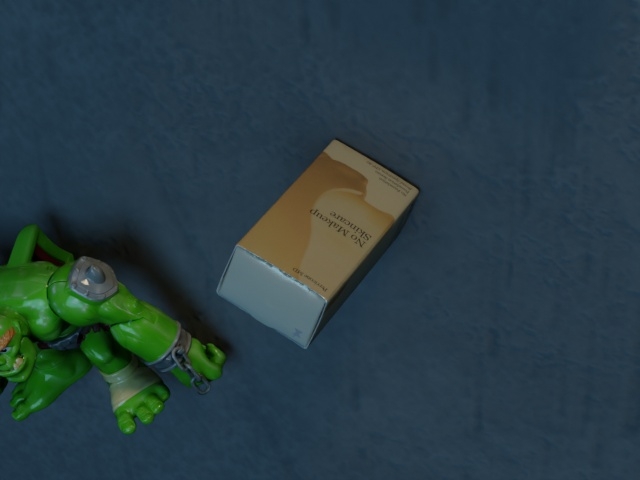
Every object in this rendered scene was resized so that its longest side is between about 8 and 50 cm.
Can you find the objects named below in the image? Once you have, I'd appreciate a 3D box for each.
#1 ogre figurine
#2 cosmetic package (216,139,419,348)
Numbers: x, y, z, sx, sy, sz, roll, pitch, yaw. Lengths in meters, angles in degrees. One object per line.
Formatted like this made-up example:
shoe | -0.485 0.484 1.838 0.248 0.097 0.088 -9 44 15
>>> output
ogre figurine | -0.171 0.058 1.116 0.197 0.097 0.118 13 148 42
cosmetic package | 0.000 0.000 0.948 0.060 0.115 0.041 31 133 8
